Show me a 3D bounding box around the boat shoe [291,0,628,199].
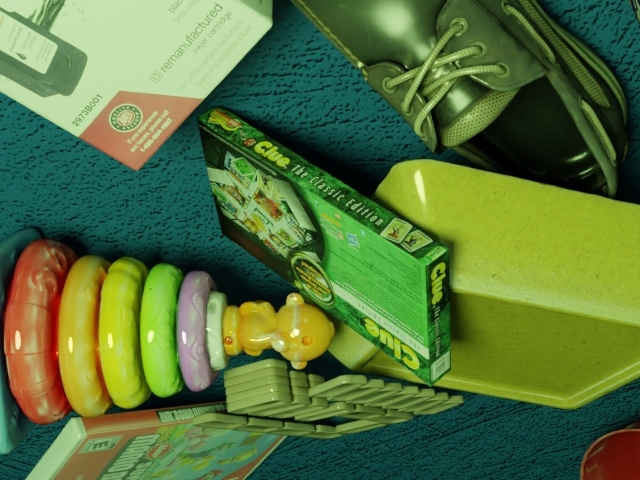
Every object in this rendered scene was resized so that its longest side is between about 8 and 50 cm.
[{"bbox_3d":[0.110,-0.135,0.794,0.355,0.130,0.132,28,126,-26],"label":"boat shoe"}]

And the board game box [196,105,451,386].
[{"bbox_3d":[0.000,0.000,0.866,0.030,0.259,0.136,-34,140,-28],"label":"board game box"}]

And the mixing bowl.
[{"bbox_3d":[0.387,0.257,1.175,0.181,0.098,0.182,22,128,31],"label":"mixing bowl"}]

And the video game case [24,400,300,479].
[{"bbox_3d":[-0.167,0.231,1.116,0.285,0.025,0.204,0,141,-43],"label":"video game case"}]

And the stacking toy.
[{"bbox_3d":[-0.138,0.078,0.936,0.301,0.166,0.175,-2,103,4],"label":"stacking toy"}]

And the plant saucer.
[{"bbox_3d":[0.170,0.065,0.939,0.332,0.081,0.333,11,154,-12],"label":"plant saucer"}]

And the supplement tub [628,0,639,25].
[{"bbox_3d":[0.288,-0.190,0.612,0.240,0.331,0.241,-1,133,-1],"label":"supplement tub"}]

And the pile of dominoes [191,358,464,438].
[{"bbox_3d":[0.013,0.152,1.062,0.195,0.040,0.251,-19,158,30],"label":"pile of dominoes"}]

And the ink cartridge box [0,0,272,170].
[{"bbox_3d":[-0.177,-0.184,0.760,0.237,0.100,0.172,31,125,-27],"label":"ink cartridge box"}]
